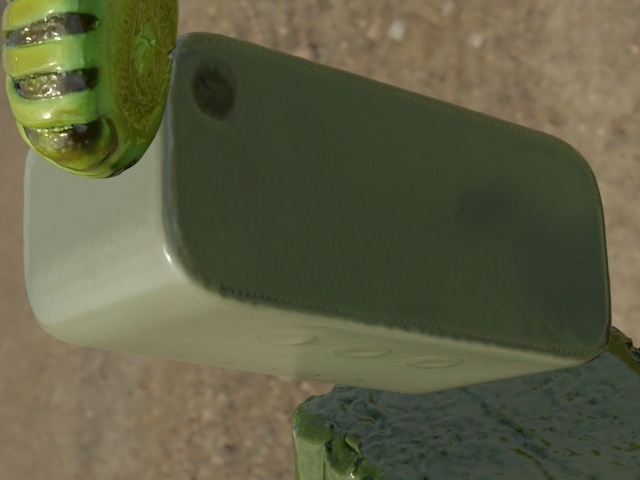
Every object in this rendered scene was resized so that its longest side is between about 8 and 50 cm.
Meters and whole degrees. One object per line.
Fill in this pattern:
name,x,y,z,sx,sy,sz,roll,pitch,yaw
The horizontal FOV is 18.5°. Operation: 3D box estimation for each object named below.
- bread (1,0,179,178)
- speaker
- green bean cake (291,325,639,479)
bread,-0.120,-0.102,1.004,0.130,0.071,0.139,-7,-81,-77
speaker,0.000,0.000,1.354,0.184,0.406,0.183,-22,64,45
green bean cake,0.165,0.231,1.622,0.319,0.335,0.218,40,145,50
